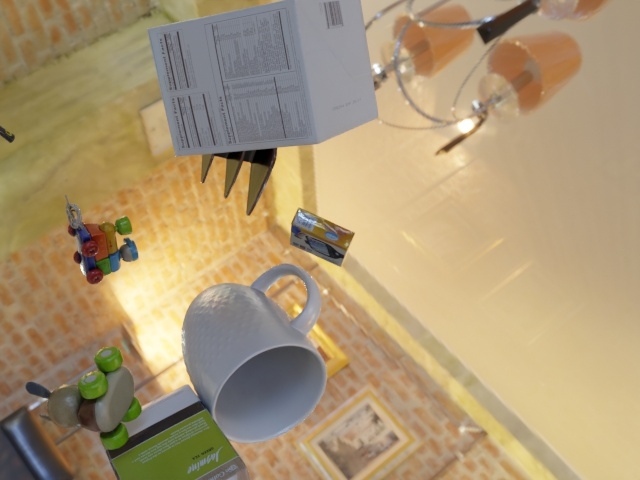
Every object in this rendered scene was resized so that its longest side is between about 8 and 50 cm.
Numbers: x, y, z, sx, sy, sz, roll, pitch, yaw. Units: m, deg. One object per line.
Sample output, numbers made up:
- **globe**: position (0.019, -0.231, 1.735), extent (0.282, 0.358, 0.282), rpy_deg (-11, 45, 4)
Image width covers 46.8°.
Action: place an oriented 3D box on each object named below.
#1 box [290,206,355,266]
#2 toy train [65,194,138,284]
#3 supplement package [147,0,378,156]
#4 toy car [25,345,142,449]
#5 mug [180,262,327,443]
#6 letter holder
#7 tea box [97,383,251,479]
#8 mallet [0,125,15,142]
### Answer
- **box**: position (0.000, 0.000, 1.001), extent (0.081, 0.028, 0.136), rpy_deg (24, -15, 4)
- **toy train**: position (-0.509, -0.024, 1.737), extent (0.105, 0.143, 0.248), rpy_deg (44, -37, 37)
- **supplement package**: position (-0.083, -0.252, 1.123), extent (0.262, 0.199, 0.198), rpy_deg (-1, -72, 31)
- **toy car**: position (-0.468, 0.307, 1.428), extent (0.149, 0.188, 0.155), rpy_deg (-76, 157, -60)
- **mug**: position (-0.148, 0.218, 1.704), extent (0.276, 0.374, 0.328), rpy_deg (37, 7, -42)
- **letter holder**: position (-0.217, -0.218, 1.932), extent (0.302, 0.152, 0.214), rpy_deg (125, -31, -58)
- **tea box**: position (-0.270, 0.541, 1.525), extent (0.323, 0.220, 0.329), rpy_deg (37, -34, 52)
- **mallet**: position (-0.572, -0.224, 1.195), extent (0.189, 0.039, 0.062), rpy_deg (41, 27, -58)
